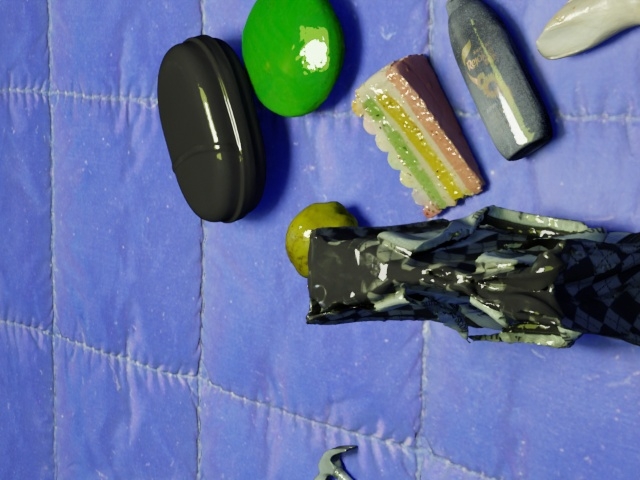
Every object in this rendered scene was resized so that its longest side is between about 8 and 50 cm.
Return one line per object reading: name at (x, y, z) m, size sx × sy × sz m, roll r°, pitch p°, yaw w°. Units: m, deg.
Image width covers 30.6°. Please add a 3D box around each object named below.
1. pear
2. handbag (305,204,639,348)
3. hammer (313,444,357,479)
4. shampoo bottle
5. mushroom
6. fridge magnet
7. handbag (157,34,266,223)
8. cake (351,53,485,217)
pear at (0.000, 0.000, 1.768) m, size 0.131 × 0.107 × 0.107 m, roll -45°, pitch 63°, yaw 30°
handbag at (0.214, 0.045, 1.406) m, size 0.416 × 0.317 × 0.180 m, roll 4°, pitch 91°, yaw 45°
hammer at (0.086, 0.407, 1.785) m, size 0.246 × 0.029 × 0.103 m, roll 39°, pitch 121°, yaw 34°
shampoo bottle at (0.230, -0.222, 1.546) m, size 0.087 × 0.049 × 0.234 m, roll -34°, pitch 70°, yaw 40°
mushroom at (0.352, -0.272, 1.408) m, size 0.209 × 0.071 × 0.084 m, roll -17°, pitch 114°, yaw 48°
fridge magnet at (-0.040, -0.292, 1.784) m, size 0.208 × 0.088 × 0.208 m, roll 8°, pitch 101°, yaw 46°
handbag at (-0.183, -0.177, 1.899) m, size 0.254 × 0.093 × 0.308 m, roll -23°, pitch 81°, yaw 63°
cake at (0.131, -0.145, 1.632) m, size 0.109 × 0.090 × 0.225 m, roll -35°, pitch 71°, yaw 38°
